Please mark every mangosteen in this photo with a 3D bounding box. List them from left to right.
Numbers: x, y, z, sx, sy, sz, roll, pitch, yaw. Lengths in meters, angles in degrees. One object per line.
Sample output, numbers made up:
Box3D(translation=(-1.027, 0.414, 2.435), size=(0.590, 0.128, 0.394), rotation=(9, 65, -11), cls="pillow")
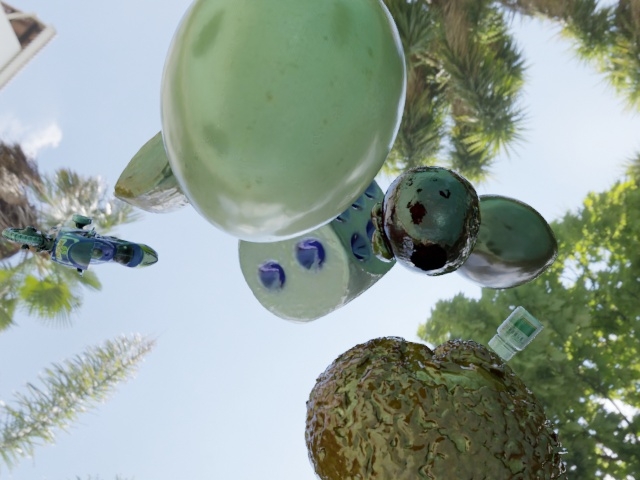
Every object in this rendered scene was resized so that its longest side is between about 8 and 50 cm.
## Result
Box3D(translation=(0.132, -0.026, 0.691), size=(0.153, 0.152, 0.152), rotation=(1, -127, -2), cls="mangosteen")

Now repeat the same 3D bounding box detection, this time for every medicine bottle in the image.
Box3D(translation=(0.503, 0.242, 1.364), size=(0.080, 0.080, 0.130), rotation=(44, -80, 27), cls="medicine bottle")

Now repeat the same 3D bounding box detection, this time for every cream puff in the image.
Box3D(translation=(0.131, 0.217, 0.622), size=(0.303, 0.303, 0.212), rotation=(11, -96, 6), cls="cream puff")

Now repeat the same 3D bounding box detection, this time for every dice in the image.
Box3D(translation=(0.000, 0.000, 1.080), size=(0.243, 0.251, 0.259), rotation=(58, -146, -2), cls="dice")

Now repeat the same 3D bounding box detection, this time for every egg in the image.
Box3D(translation=(-0.029, -0.111, 0.417), size=(0.189, 0.188, 0.253), rotation=(8, -123, 4), cls="egg")

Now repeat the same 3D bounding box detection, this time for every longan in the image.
Box3D(translation=(0.396, 0.004, 1.176), size=(0.248, 0.248, 0.248), rotation=(1, -127, -2), cls="longan")

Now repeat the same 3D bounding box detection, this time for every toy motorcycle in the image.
Box3D(translation=(-0.476, 0.017, 1.093), size=(0.169, 0.315, 0.113), rotation=(16, -89, 25), cls="toy motorcycle")

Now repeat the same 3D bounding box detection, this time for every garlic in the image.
Box3D(translation=(-0.200, -0.108, 0.741), size=(0.101, 0.087, 0.195), rotation=(42, -85, 18), cls="garlic")
